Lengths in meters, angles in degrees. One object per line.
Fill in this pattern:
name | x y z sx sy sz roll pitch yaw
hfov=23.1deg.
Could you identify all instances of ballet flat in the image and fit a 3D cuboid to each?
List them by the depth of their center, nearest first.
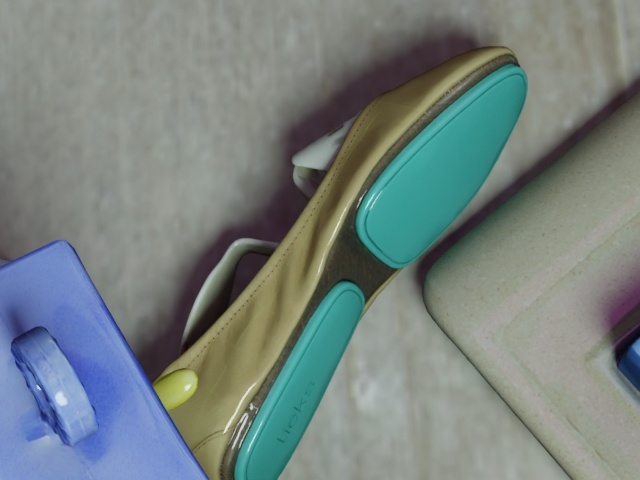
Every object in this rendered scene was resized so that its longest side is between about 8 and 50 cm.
ballet flat | 0.000 0.000 0.675 0.073 0.080 0.232 29 77 29

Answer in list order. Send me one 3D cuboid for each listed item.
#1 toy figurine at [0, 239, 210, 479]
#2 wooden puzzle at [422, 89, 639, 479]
toy figurine | -0.108 0.116 0.538 0.191 0.217 0.362 -22 70 -26
wooden puzzle | 0.264 0.037 0.628 0.322 0.080 0.348 -40 73 -5
